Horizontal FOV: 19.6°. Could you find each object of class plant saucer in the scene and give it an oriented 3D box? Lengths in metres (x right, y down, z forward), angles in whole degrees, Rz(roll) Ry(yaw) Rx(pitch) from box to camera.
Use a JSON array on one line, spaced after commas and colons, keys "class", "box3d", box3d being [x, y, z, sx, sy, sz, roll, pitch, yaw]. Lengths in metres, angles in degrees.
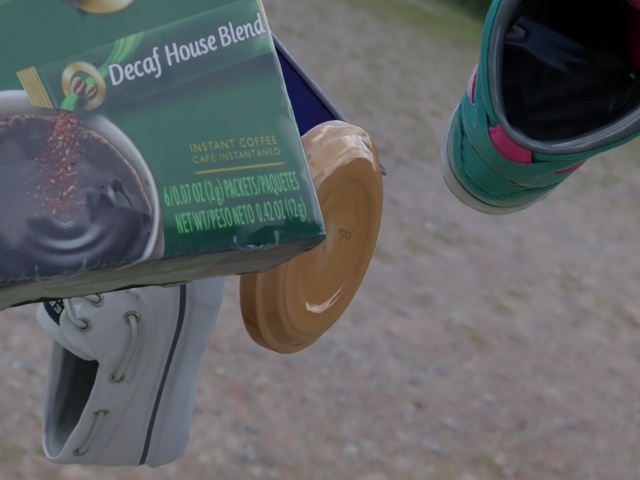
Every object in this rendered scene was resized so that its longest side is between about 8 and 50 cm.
[{"class": "plant saucer", "box3d": [0.000, 0.000, 0.641, 0.013, 0.083, 0.083, 20, 7, 25]}]

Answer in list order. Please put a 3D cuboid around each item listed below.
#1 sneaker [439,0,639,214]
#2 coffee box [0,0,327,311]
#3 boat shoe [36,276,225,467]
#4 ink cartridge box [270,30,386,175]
[{"class": "sneaker", "box3d": [0.179, -0.154, 1.137, 0.124, 0.295, 0.178, 32, -6, -2]}, {"class": "coffee box", "box3d": [-0.073, -0.077, 0.463, 0.113, 0.184, 0.040, -7, -12, -42]}, {"class": "boat shoe", "box3d": [-0.095, 0.031, 0.874, 0.076, 0.226, 0.083, -11, 40, -21]}, {"class": "ink cartridge box", "box3d": [-0.076, -0.146, 1.204, 0.176, 0.069, 0.371, 49, 1, -26]}]
